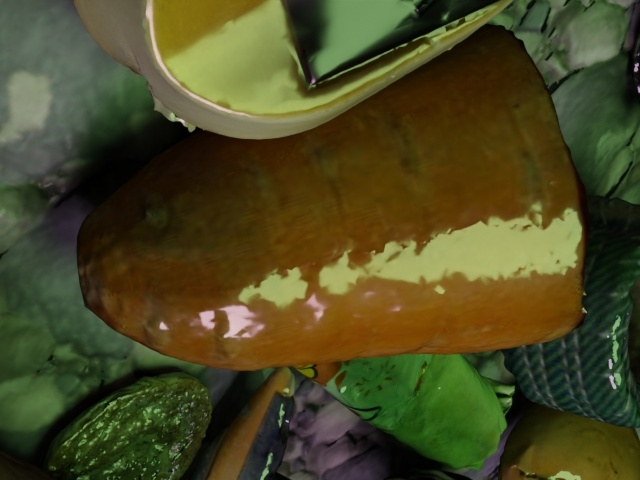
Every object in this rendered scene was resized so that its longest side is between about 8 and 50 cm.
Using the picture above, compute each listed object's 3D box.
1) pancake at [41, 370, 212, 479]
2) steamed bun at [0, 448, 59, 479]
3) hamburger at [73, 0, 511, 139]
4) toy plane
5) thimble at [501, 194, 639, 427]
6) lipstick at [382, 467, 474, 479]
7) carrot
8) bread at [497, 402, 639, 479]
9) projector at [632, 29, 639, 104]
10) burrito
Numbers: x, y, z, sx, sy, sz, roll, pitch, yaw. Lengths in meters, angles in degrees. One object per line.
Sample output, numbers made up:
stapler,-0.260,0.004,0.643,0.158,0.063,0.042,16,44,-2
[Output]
pancake,-0.103,0.111,0.778,0.108,0.017,0.108,-26,138,-26
steamed bun,-0.189,0.254,0.674,0.301,0.199,0.251,-44,142,0
hamburger,0.000,-0.132,0.590,0.210,0.116,0.173,-32,129,-11
toy plane,-0.065,0.218,0.834,0.316,0.103,0.204,-60,174,15
thimble,0.167,0.044,0.889,0.118,0.090,0.135,-57,141,-28
lipstick,0.056,0.172,0.853,0.081,0.081,0.299,-48,166,2
carrot,0.000,0.000,0.683,0.225,0.159,0.159,-16,134,-18
bread,0.179,0.163,1.019,0.189,0.077,0.114,18,74,-60
projector,0.343,-0.152,0.895,0.337,0.108,0.108,-28,139,-23
burrito,0.053,0.060,0.855,0.104,0.054,0.288,-49,141,-1
